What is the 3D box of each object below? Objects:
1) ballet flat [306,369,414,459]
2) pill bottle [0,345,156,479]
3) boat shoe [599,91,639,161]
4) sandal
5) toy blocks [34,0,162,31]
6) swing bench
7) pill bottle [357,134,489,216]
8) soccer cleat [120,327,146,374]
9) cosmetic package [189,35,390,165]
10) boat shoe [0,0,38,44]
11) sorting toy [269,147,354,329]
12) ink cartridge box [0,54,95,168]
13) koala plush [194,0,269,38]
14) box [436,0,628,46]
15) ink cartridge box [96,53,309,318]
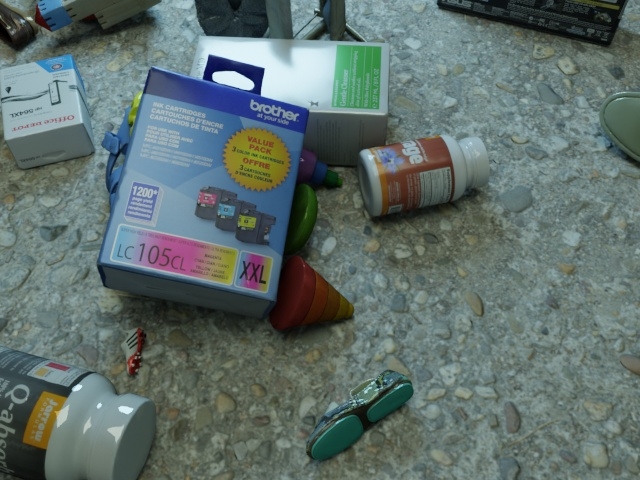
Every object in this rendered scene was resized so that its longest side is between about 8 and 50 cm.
[{"bbox_3d":[0.050,0.252,1.053,0.188,0.070,0.070,-27,59,-19],"label":"ballet flat"},{"bbox_3d":[-0.383,0.249,0.993,0.278,0.162,0.162,13,56,10],"label":"pill bottle"},{"bbox_3d":[0.689,-0.190,1.316,0.340,0.127,0.113,22,29,24],"label":"boat shoe"},{"bbox_3d":[-0.331,-0.107,1.284,0.138,0.126,0.318,-21,57,32],"label":"sandal"},{"bbox_3d":[-0.530,-0.597,1.596,0.260,0.191,0.381,-26,59,-3],"label":"toy blocks"},{"bbox_3d":[-0.009,-0.483,1.441,0.254,0.253,0.165,-30,60,-19],"label":"swing bench"},{"bbox_3d":[0.181,-0.121,1.266,0.216,0.121,0.121,-12,56,-8],"label":"pill bottle"},{"bbox_3d":[-0.299,0.175,1.126,0.035,0.029,0.083,-5,52,8],"label":"soccer cleat"},{"bbox_3d":[-0.057,-0.261,1.348,0.365,0.155,0.197,3,57,1],"label":"cosmetic package"},{"bbox_3d":[-0.718,-0.493,1.569,0.207,0.073,0.073,30,59,20],"label":"boat shoe"},{"bbox_3d":[0.000,0.000,1.218,0.126,0.127,0.366,19,49,-22],"label":"sorting toy"},{"bbox_3d":[-0.533,-0.252,1.390,0.148,0.086,0.203,-15,56,-10],"label":"ink cartridge box"},{"bbox_3d":[-0.190,-0.541,1.556,0.196,0.203,0.221,-5,34,-6],"label":"koala plush"},{"bbox_3d":[0.455,-0.593,1.472,0.394,0.318,0.097,18,58,14],"label":"box"},{"bbox_3d":[-0.176,-0.100,1.147,0.269,0.151,0.396,13,69,-11],"label":"ink cartridge box"}]
